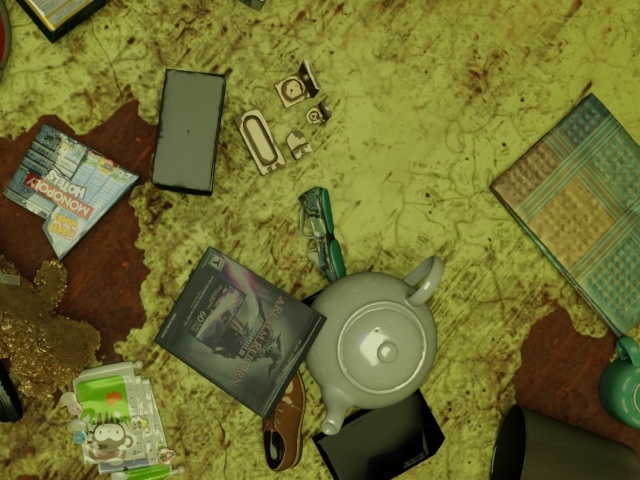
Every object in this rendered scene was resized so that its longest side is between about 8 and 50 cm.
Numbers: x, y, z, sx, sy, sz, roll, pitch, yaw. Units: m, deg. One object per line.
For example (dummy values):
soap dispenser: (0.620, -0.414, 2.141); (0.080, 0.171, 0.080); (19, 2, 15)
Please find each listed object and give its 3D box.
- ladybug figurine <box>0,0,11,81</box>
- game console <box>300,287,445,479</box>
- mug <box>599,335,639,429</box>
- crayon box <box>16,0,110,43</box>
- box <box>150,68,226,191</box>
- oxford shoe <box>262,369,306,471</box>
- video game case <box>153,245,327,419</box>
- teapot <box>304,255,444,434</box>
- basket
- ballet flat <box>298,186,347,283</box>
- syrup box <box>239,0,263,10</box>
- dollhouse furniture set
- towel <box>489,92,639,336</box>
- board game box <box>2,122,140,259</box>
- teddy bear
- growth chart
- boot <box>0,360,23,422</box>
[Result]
ladybug figurine: (-0.716, -0.405, 1.732); (0.449, 0.162, 0.305); (34, 87, -6)
game console: (0.054, 0.264, 1.882); (0.213, 0.044, 0.361); (-29, 93, -5)
mug: (0.575, 0.269, 1.908); (0.157, 0.097, 0.129); (42, 87, -5)
crayon box: (-0.479, -0.526, 1.779); (0.203, 0.083, 0.323); (-41, 95, -14)
box: (-0.215, -0.171, 1.737); (0.103, 0.261, 0.185); (5, 90, -6)
oxford shoe: (-0.070, 0.301, 1.844); (0.076, 0.076, 0.212); (-5, 89, 23)
video game case: (-0.141, 0.152, 1.788); (0.274, 0.026, 0.196); (29, 88, 33)
teapot: (0.096, 0.169, 1.765); (0.252, 0.187, 0.256); (-9, 93, -11)
basket: (0.438, 0.409, 1.874); (0.226, 0.154, 0.205); (11, 92, -10)
ballet flat: (0.000, 0.000, 1.870); (0.070, 0.070, 0.189); (-11, 90, -6)
syrup box: (-0.083, -0.528, 1.830); (0.096, 0.093, 0.237); (30, 88, -6)
dollhouse furniture set: (-0.064, -0.210, 1.821); (0.151, 0.123, 0.144); (-27, 93, -5)
towel: (0.522, -0.048, 1.930); (0.271, 0.040, 0.370); (-42, 93, -5)
board game box: (-0.443, -0.074, 1.816); (0.194, 0.060, 0.194); (29, 87, -6)
teddy bear: (-0.532, 0.112, 1.751); (0.338, 0.113, 0.245); (32, 48, -22)
growth chart: (-0.356, 0.328, 1.852); (0.171, 0.021, 0.237); (-19, 92, -4)
boot: (-0.648, 0.244, 1.780); (0.207, 0.094, 0.247); (-31, 87, -8)
